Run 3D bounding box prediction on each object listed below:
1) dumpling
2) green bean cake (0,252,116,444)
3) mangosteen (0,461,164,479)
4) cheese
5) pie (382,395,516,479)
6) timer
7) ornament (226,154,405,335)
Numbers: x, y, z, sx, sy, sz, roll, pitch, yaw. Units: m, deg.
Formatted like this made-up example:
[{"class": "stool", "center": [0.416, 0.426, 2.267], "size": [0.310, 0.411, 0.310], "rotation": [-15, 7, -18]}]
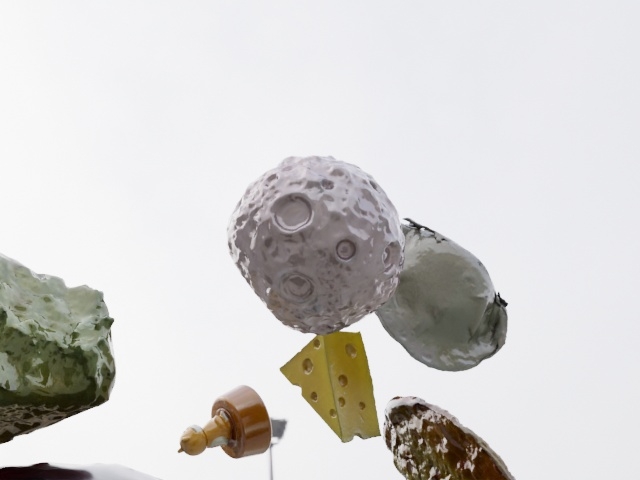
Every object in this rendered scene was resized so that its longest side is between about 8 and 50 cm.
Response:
[{"class": "dumpling", "center": [0.186, 0.100, 1.233], "size": [0.293, 0.163, 0.204], "rotation": [41, -97, -3]}, {"class": "green bean cake", "center": [-0.280, 0.055, 0.477], "size": [0.233, 0.124, 0.236], "rotation": [-17, -30, 5]}, {"class": "mangosteen", "center": [-0.197, 0.324, 0.438], "size": [0.422, 0.381, 0.381], "rotation": [-1, -47, 9]}, {"class": "cheese", "center": [0.030, 0.247, 1.165], "size": [0.093, 0.171, 0.126], "rotation": [8, -45, -46]}, {"class": "pie", "center": [0.082, 0.144, 0.468], "size": [0.033, 0.191, 0.088], "rotation": [-29, -72, -24]}, {"class": "timer", "center": [-0.184, 0.340, 1.285], "size": [0.152, 0.132, 0.132], "rotation": [-11, -40, -37]}, {"class": "ornament", "center": [0.000, 0.000, 1.020], "size": [0.225, 0.259, 0.259], "rotation": [-35, -51, 1]}]
